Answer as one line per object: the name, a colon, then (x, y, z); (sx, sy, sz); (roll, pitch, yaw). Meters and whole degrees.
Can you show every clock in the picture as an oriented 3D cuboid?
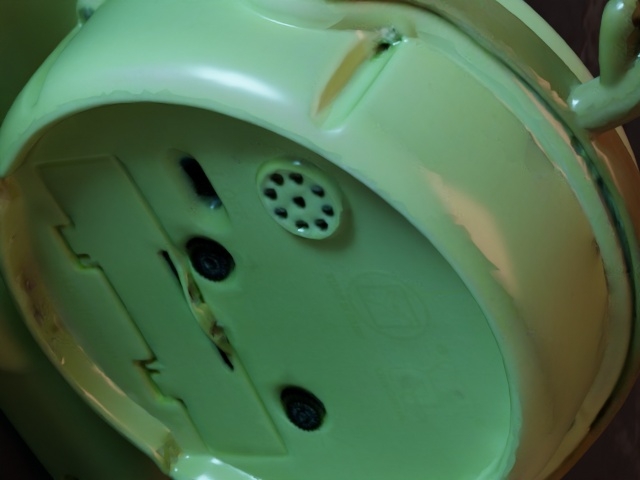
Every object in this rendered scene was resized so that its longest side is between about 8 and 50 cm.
clock: (0.000, 0.000, 0.540); (0.096, 0.308, 0.235); (-55, 129, -41)
